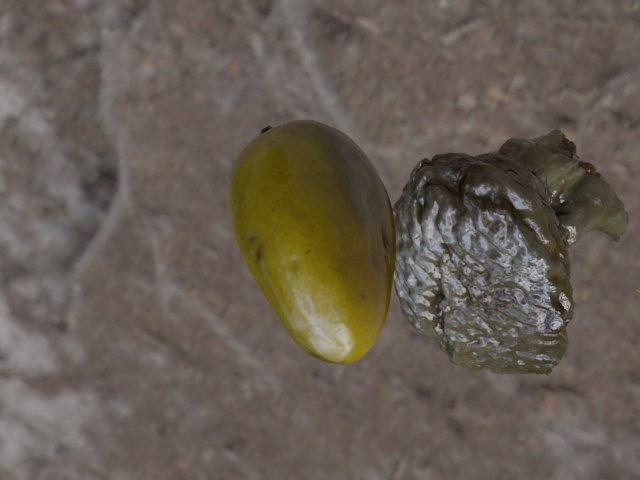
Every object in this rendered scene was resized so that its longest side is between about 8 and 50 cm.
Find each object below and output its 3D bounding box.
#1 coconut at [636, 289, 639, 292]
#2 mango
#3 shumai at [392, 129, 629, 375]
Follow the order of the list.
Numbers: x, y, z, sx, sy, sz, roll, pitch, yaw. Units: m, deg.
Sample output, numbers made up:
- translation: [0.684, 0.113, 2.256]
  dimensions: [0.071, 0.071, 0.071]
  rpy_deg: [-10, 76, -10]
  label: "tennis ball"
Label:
- translation: [0.372, 0.018, 1.795]
  dimensions: [0.133, 0.055, 0.158]
  rpy_deg: [2, 139, -34]
  label: "coconut"
- translation: [0.000, 0.000, 1.375]
  dimensions: [0.098, 0.195, 0.137]
  rpy_deg: [-32, 142, 18]
  label: "mango"
- translation: [0.155, -0.004, 1.616]
  dimensions: [0.166, 0.175, 0.206]
  rpy_deg: [19, 134, 25]
  label: "shumai"
